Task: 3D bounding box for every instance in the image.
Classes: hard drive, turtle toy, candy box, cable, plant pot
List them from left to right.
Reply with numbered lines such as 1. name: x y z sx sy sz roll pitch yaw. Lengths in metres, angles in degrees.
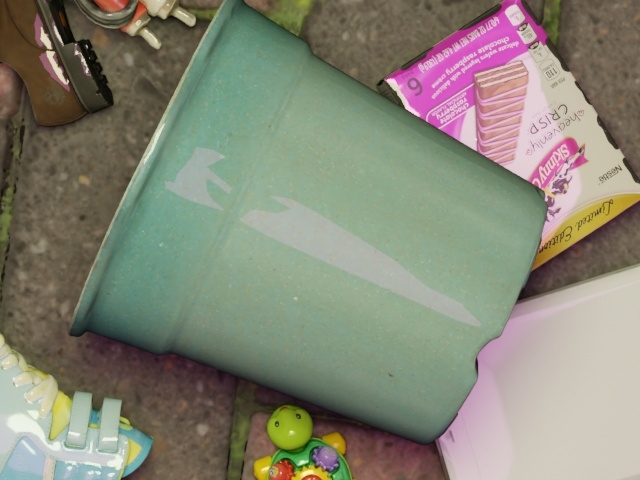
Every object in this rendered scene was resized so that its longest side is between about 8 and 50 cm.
1. cable: -0.242 -0.286 1.849 0.287 0.072 0.139 35 54 3
2. turtle toy: -0.015 0.219 1.876 0.095 0.066 0.130 -20 92 -3
3. plant pot: 0.000 0.000 1.732 0.334 0.341 0.341 25 89 -2
4. candy box: 0.183 -0.098 1.885 0.159 0.071 0.233 -34 93 -3
5. hard drive: 0.256 0.145 1.899 0.307 0.040 0.203 -17 93 -6

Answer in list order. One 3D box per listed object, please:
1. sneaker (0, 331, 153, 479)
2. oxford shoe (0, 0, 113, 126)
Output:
1. sneaker: -0.269 0.140 1.833 0.208 0.127 0.319 -9 101 -2
2. oxford shoe: -0.286 -0.212 1.850 0.096 0.083 0.227 -24 87 9
